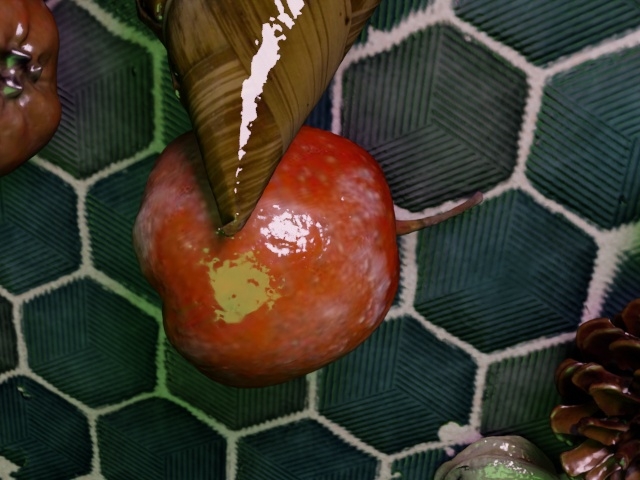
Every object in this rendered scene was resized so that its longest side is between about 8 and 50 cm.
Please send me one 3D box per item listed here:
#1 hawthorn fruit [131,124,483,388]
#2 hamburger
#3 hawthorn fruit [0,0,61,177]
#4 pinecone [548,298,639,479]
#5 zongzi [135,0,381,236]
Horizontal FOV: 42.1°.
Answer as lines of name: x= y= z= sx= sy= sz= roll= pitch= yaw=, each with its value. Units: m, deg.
hawthorn fruit: x=-0.040 y=0.002 z=0.702 sx=0.263 sy=0.235 sz=0.231 roll=-29 pitch=114 yaw=30
hamburger: x=0.189 y=0.271 z=0.875 sx=0.133 sy=0.062 sz=0.140 roll=37 pitch=115 yaw=-7
hawthorn fruit: x=-0.358 y=-0.153 z=0.746 sx=0.251 sy=0.199 sz=0.200 roll=7 pitch=117 yaw=25
pinecone: x=0.293 y=0.158 z=0.725 sx=0.207 sy=0.208 sz=0.208 roll=5 pitch=116 yaw=11
zongzi: x=0.003 y=-0.171 z=0.594 sx=0.286 sy=0.288 sz=0.134 roll=-28 pitch=145 yaw=21
